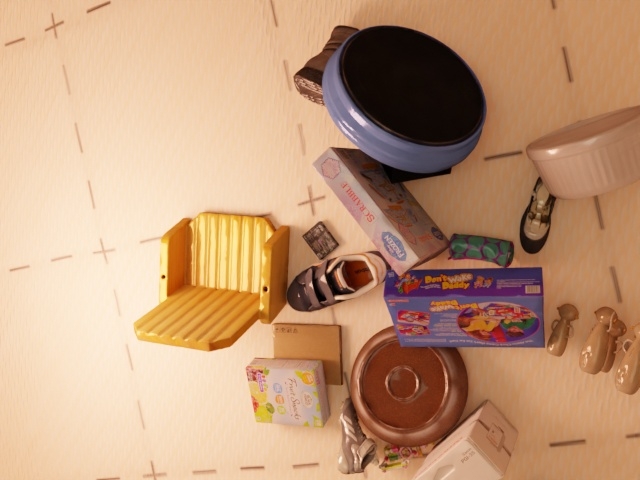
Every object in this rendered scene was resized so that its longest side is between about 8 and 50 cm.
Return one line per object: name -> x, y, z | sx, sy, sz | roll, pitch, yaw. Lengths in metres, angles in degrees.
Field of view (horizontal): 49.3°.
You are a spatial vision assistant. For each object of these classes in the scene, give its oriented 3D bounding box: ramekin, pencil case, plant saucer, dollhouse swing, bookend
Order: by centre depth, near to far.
ramekin -> 0.591, -0.185, 1.496 | 0.272, 0.273, 0.127 | -18, 101, 23
pencil case -> 0.390, 0.025, 1.695 | 0.151, 0.064, 0.070 | 9, 80, 22
bookend -> 0.224, -0.228, 1.719 | 0.156, 0.072, 0.157 | -11, 48, -13
plant saucer -> 0.214, 0.361, 1.757 | 0.310, 0.050, 0.311 | -5, 75, 21
dollhouse swing -> -0.306, 0.096, 1.856 | 0.346, 0.305, 0.315 | 6, 97, 23

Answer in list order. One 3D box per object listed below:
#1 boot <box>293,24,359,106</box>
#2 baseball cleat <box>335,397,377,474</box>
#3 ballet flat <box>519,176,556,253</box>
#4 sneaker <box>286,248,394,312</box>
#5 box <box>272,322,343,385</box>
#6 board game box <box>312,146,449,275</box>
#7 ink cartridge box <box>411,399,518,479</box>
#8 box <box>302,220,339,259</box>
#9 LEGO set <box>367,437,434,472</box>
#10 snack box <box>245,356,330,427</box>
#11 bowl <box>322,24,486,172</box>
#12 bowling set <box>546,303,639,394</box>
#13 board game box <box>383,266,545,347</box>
boot -> 0.121, -0.399, 1.696 | 0.338, 0.118, 0.223 | 33, 70, 15
baseball cleat -> 0.099, 0.506, 1.813 | 0.109, 0.072, 0.206 | -12, 52, 23
ballet flat -> 0.511, -0.065, 1.635 | 0.074, 0.074, 0.203 | 17, 101, 20
sneaker -> 0.030, 0.106, 1.818 | 0.321, 0.127, 0.126 | -25, 87, 24
box -> -0.036, 0.312, 1.917 | 0.201, 0.021, 0.164 | -1, 95, 22
board game box -> 0.155, -0.079, 1.645 | 0.066, 0.318, 0.318 | -42, 79, 21
ink cartridge box -> 0.339, 0.518, 1.642 | 0.117, 0.283, 0.207 | 47, 110, 12
box -> 0.000, 0.000, 1.875 | 0.067, 0.018, 0.083 | -41, 79, 20
LEGO set -> 0.223, 0.504, 1.783 | 0.287, 0.107, 0.132 | -44, 79, 20
snack box -> -0.088, 0.413, 1.903 | 0.207, 0.070, 0.175 | -3, 108, 21
bowl -> 0.198, -0.333, 1.580 | 0.391, 0.391, 0.077 | 47, 146, 12
bowling set -> 0.673, 0.234, 1.567 | 0.287, 0.199, 0.154 | 29, 104, 61
board game box -> 0.340, 0.161, 1.626 | 0.347, 0.233, 0.078 | -2, 53, 17
